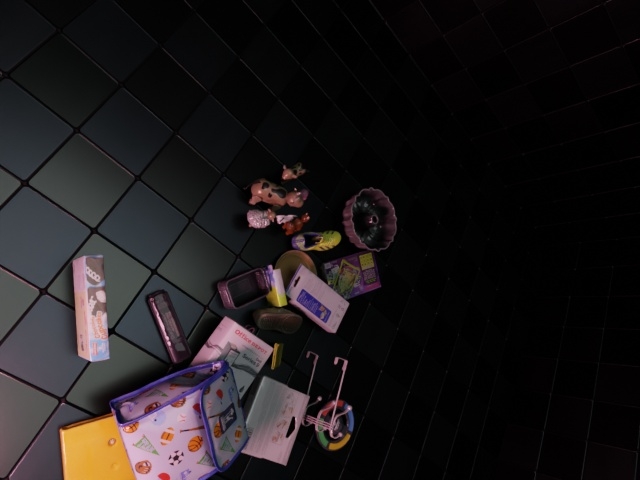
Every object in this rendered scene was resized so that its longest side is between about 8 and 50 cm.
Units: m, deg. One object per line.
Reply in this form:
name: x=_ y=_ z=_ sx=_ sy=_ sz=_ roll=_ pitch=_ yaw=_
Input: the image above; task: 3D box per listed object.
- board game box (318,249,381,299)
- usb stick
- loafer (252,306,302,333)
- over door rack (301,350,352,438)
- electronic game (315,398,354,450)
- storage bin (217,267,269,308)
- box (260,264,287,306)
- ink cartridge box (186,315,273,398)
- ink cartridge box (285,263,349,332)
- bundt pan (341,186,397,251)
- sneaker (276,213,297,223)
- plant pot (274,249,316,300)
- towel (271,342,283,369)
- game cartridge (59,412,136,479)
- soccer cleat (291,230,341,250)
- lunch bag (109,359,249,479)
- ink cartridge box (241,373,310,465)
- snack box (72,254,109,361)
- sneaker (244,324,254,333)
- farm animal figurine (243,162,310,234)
board game box: x=0.154 y=0.177 z=2.213 sx=0.347 sy=0.056 sz=0.208 roll=-13 pitch=88 yaw=-39
usb stick: x=-0.556 y=0.319 z=1.627 sx=0.077 sy=0.045 sz=0.278 roll=-24 pitch=99 yaw=-31
loafer: x=-0.183 y=0.333 z=1.891 sx=0.268 sy=0.092 sz=0.102 roll=24 pitch=98 yaw=-49
over door rack: x=0.030 y=0.661 z=1.918 sx=0.108 sy=0.239 sz=0.324 roll=14 pitch=76 yaw=-34
electronic game: x=0.068 y=0.853 z=2.044 sx=0.229 sy=0.048 sz=0.229 roll=6 pitch=80 yaw=-37
storage bin: x=-0.315 y=0.196 z=1.811 sx=0.180 sy=0.084 sz=0.122 roll=-23 pitch=97 yaw=-39
box: x=-0.201 y=0.192 z=1.886 sx=0.042 sy=0.109 sz=0.178 roll=-11 pitch=91 yaw=-35
ink cartridge box: x=-0.352 y=0.468 z=1.683 sx=0.211 sy=0.121 sz=0.289 roll=42 pitch=73 yaw=-25
ink cartridge box: x=-0.024 y=0.264 z=1.999 sx=0.333 sy=0.065 sz=0.165 roll=43 pitch=62 yaw=-25
bundt pan: x=0.239 y=-0.102 z=2.270 sx=0.331 sy=0.124 sz=0.331 roll=6 pitch=81 yaw=-37
sneaker: x=-0.154 y=-0.098 z=2.015 sx=0.109 sy=0.040 sz=0.043 roll=-6 pitch=98 yaw=-33
plant pot: x=-0.119 y=0.162 z=2.006 sx=0.236 sy=0.032 sz=0.236 roll=7 pitch=79 yaw=-38
towel: x=-0.175 y=0.472 z=1.810 sx=0.021 sy=0.237 sz=0.102 roll=6 pitch=77 yaw=1
game cartridge: x=-0.689 y=0.741 z=1.461 sx=0.285 sy=0.053 sz=0.323 roll=-4 pitch=88 yaw=-39
soccer cleat: x=0.000 y=0.001 z=2.065 sx=0.289 sy=0.121 sz=0.093 roll=-5 pitch=87 yaw=-39
lunch bag: x=-0.440 y=0.617 z=1.461 sx=0.385 sy=0.239 sz=0.328 roll=-18 pitch=105 yaw=-32
ink cartridge box: x=-0.205 y=0.744 z=1.830 sx=0.261 sy=0.066 sz=0.296 roll=35 pitch=64 yaw=-30
snack box: x=-0.735 y=0.213 z=1.408 sx=0.060 sy=0.187 sz=0.322 roll=-2 pitch=85 yaw=-39
sneaker: x=-0.308 y=0.401 z=1.804 sx=0.047 sy=0.057 sz=0.119 roll=42 pitch=61 yaw=-29
farm animal figurine: x=-0.162 y=-0.205 z=1.911 sx=0.327 sy=0.172 sz=0.330 roll=5 pitch=69 yaw=-31
